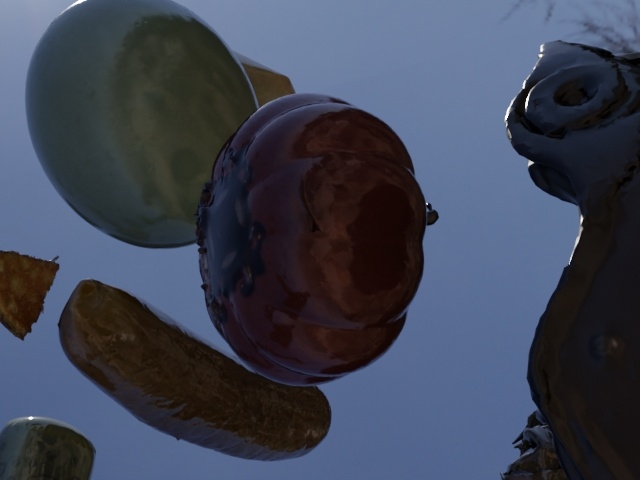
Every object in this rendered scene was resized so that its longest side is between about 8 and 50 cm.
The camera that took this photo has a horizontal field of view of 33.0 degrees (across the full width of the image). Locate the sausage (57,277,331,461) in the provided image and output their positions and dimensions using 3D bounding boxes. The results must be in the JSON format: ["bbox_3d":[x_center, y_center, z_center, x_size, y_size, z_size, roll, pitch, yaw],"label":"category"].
[{"bbox_3d":[-0.138,0.179,1.296,0.501,0.123,0.136,34,-114,-52],"label":"sausage"}]

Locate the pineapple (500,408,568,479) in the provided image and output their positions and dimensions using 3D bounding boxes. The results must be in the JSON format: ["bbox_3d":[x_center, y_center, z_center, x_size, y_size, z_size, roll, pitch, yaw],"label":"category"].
[{"bbox_3d":[0.163,0.230,0.784,0.262,0.272,0.262,31,-159,-13],"label":"pineapple"}]

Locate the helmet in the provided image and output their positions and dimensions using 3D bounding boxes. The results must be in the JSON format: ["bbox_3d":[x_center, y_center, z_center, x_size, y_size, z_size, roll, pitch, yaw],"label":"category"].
[{"bbox_3d":[0.201,0.016,0.496,0.225,0.177,0.305,49,-144,-43],"label":"helmet"}]

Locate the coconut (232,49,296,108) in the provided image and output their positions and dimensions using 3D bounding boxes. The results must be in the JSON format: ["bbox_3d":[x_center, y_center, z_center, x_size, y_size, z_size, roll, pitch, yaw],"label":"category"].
[{"bbox_3d":[-0.127,-0.147,1.453,0.197,0.237,0.237,9,-104,-67],"label":"coconut"}]

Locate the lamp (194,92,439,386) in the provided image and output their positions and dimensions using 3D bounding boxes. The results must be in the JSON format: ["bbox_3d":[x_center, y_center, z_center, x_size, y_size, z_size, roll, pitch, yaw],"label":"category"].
[{"bbox_3d":[0.000,0.000,0.671,0.140,0.182,0.182,5,-102,-26],"label":"lamp"}]

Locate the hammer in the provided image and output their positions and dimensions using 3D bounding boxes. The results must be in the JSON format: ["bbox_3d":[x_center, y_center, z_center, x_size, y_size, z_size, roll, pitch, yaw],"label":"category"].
[{"bbox_3d":[-0.405,0.264,1.136,0.305,0.113,0.202,14,-111,-2],"label":"hammer"}]

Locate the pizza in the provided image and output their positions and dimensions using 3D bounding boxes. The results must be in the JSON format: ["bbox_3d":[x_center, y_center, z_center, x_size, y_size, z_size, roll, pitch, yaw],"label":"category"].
[{"bbox_3d":[-0.335,0.061,1.186,0.100,0.029,0.099,8,-103,-43],"label":"pizza"}]

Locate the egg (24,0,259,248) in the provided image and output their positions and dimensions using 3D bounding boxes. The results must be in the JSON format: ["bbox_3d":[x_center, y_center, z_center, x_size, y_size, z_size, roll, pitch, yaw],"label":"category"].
[{"bbox_3d":[-0.161,-0.111,0.979,0.203,0.203,0.283,16,-152,-46],"label":"egg"}]
